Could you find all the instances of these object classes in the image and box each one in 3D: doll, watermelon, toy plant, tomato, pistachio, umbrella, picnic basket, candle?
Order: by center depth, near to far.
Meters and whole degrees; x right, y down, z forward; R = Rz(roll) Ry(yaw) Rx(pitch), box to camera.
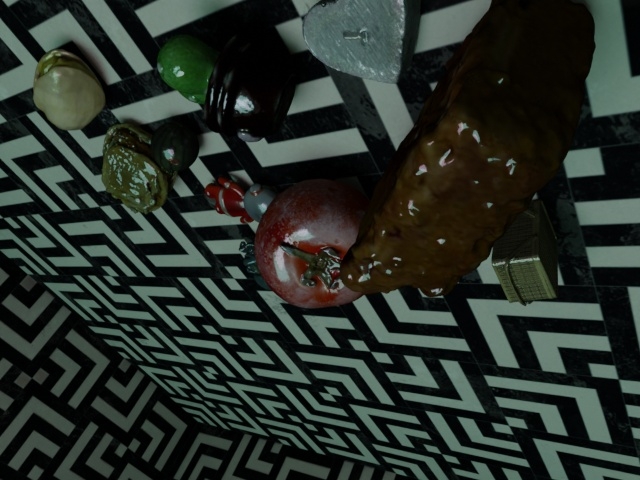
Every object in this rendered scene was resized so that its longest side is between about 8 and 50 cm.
[{"bbox_3d":[0.074,-0.312,0.804,0.192,0.068,0.168,-16,122,48],"label":"candle"},{"bbox_3d":[-0.166,-0.275,0.931,0.235,0.175,0.218,23,-172,2],"label":"toy plant"},{"bbox_3d":[0.360,0.019,0.946,0.079,0.164,0.115,-12,128,33],"label":"picnic basket"},{"bbox_3d":[0.000,0.000,1.112,0.270,0.227,0.270,0,119,0],"label":"tomato"},{"bbox_3d":[-0.551,-0.332,1.191,0.145,0.117,0.200,-1,146,-26],"label":"pistachio"},{"bbox_3d":[-0.322,-0.195,1.195,0.105,0.105,0.133,21,124,11],"label":"watermelon"},{"bbox_3d":[-0.164,-0.087,1.260,0.245,0.076,0.142,7,141,35],"label":"doll"},{"bbox_3d":[-0.057,0.042,1.332,0.348,0.094,0.143,-8,136,39],"label":"umbrella"}]

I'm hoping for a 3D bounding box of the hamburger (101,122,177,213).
[{"bbox_3d":[-0.436,-0.179,1.312,0.183,0.130,0.206,28,127,-1],"label":"hamburger"}]

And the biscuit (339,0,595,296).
[{"bbox_3d":[0.194,-0.115,0.740,0.166,0.343,0.395,26,148,-1],"label":"biscuit"}]
